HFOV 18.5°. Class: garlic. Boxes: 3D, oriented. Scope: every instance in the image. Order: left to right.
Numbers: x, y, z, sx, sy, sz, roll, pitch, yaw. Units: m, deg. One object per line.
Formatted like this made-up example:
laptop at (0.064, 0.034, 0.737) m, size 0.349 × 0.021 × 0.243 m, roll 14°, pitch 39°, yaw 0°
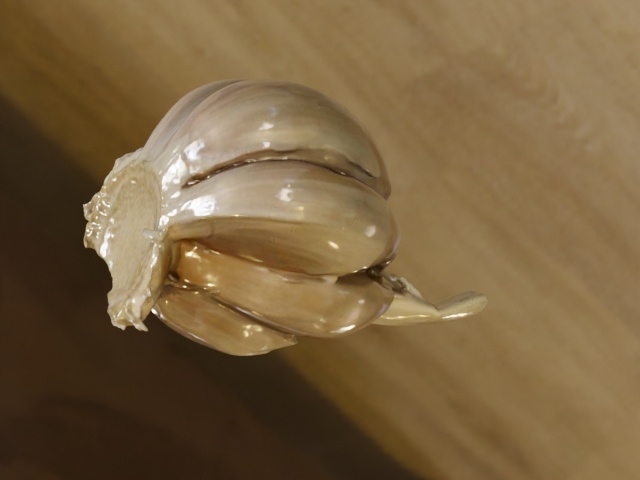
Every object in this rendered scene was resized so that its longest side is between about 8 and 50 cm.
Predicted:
garlic at (0.000, 0.000, 0.897) m, size 0.194 × 0.131 × 0.127 m, roll 22°, pitch 103°, yaw -21°
